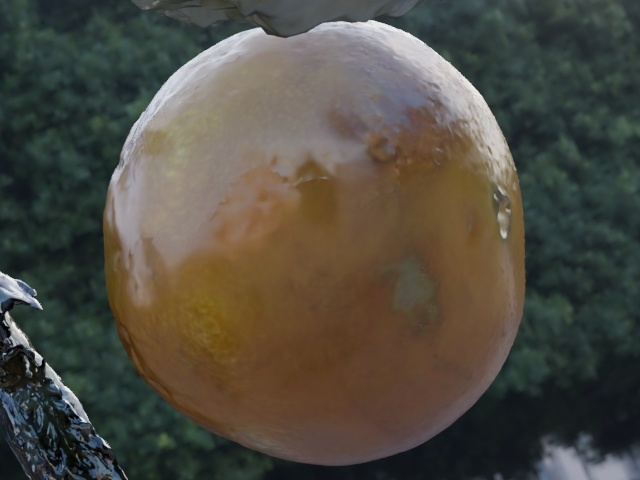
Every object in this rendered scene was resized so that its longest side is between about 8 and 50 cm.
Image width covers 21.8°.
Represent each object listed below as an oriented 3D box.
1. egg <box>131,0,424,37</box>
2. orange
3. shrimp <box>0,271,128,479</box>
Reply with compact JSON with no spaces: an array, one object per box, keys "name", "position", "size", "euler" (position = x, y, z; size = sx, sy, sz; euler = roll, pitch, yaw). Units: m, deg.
[{"name":"egg","position":[-0.001,-0.200,0.388],"size":[0.279,0.310,0.279],"euler":[-1,-2,0]},{"name":"orange","position":[0.000,0.000,0.958],"size":[0.261,0.261,0.261],"euler":[-22,-13,-6]},{"name":"shrimp","position":[-0.172,0.099,1.021],"size":[0.054,0.290,0.222],"euler":[-29,-16,-15]}]
